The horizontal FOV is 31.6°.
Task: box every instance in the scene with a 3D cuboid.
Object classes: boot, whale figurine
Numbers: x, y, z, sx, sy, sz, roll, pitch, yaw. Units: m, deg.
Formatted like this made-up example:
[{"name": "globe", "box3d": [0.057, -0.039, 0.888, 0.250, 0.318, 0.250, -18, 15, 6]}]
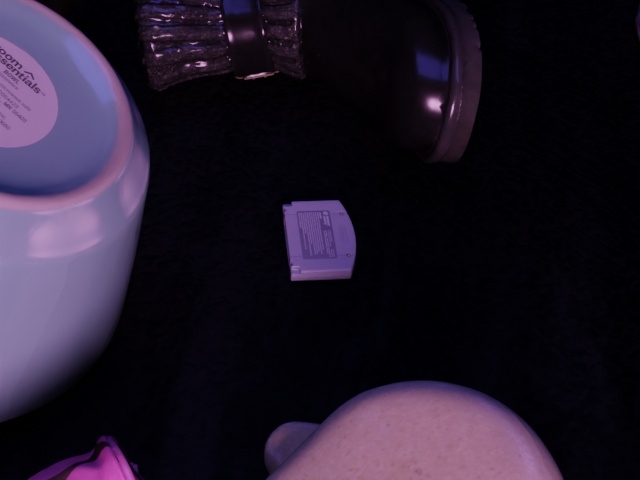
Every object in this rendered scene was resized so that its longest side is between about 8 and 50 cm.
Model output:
[{"name": "boot", "box3d": [-0.029, -0.174, 0.998, 0.260, 0.131, 0.348, -3, 33, -18]}, {"name": "whale figurine", "box3d": [0.015, 0.199, 0.636, 0.272, 0.141, 0.216, -28, 42, 1]}]

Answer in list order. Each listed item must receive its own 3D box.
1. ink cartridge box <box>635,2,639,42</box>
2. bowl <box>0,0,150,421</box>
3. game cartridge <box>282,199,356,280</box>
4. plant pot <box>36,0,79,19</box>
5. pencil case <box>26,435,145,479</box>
[{"name": "ink cartridge box", "box3d": [0.472, -0.117, 1.029, 0.324, 0.071, 0.330, 6, 46, 1]}, {"name": "bowl", "box3d": [-0.236, -0.050, 0.738, 0.311, 0.163, 0.312, 22, 47, -26]}, {"name": "game cartridge", "box3d": [0.000, 0.000, 0.905, 0.056, 0.017, 0.083, -4, 44, -4]}, {"name": "plant pot", "box3d": [-0.364, -0.201, 0.945, 0.263, 0.263, 0.229, 17, 61, 14]}, {"name": "pencil case", "box3d": [-0.184, 0.183, 0.611, 0.209, 0.098, 0.095, -25, 89, -7]}]
